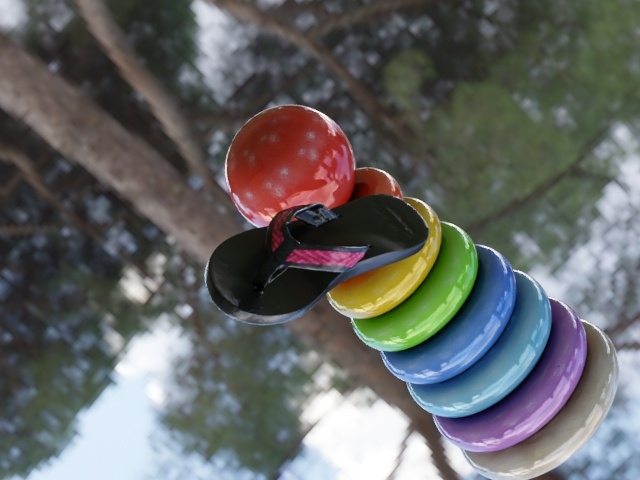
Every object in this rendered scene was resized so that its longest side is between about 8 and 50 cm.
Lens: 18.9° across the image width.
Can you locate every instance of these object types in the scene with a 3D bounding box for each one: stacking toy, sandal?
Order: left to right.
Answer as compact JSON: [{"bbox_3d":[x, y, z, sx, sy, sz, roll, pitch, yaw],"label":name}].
[{"bbox_3d":[0.000,0.000,1.180,0.067,0.179,0.040,47,-44,22],"label":"sandal"},{"bbox_3d":[0.064,0.025,1.352,0.141,0.330,0.141,-35,-151,22],"label":"stacking toy"}]
